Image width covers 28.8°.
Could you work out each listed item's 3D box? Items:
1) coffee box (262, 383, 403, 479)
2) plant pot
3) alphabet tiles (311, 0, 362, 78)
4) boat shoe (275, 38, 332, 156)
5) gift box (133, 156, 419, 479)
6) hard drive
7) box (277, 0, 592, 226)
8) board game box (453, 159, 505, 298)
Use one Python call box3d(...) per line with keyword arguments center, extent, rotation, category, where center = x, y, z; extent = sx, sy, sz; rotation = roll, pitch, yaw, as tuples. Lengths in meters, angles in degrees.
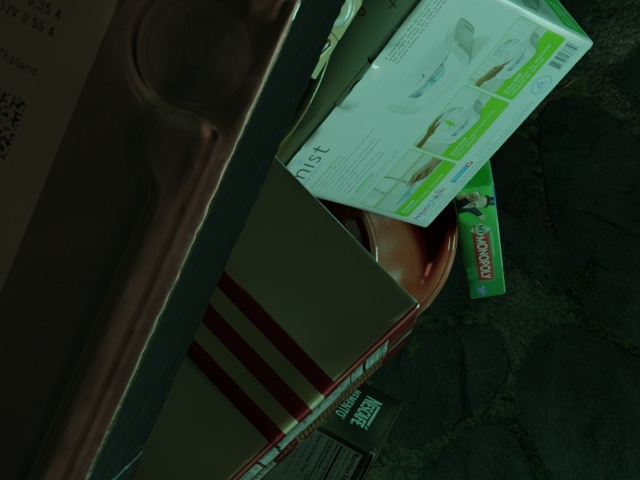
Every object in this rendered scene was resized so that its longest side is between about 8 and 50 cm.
box3d(center=(-0.077, 0.180, 1.363), extent=(0.119, 0.297, 0.168), rotation=(-64, 173, 16), category="coffee box")
box3d(center=(0.000, 0.000, 1.422), extent=(0.272, 0.272, 0.265), rotation=(-64, 168, 13), category="plant pot")
box3d(center=(-0.026, -0.227, 0.948), extent=(0.198, 0.009, 0.237), rotation=(-59, 146, -7), category="alphabet tiles")
box3d(center=(-0.094, -0.083, 1.104), extent=(0.307, 0.111, 0.104), rotation=(-53, 177, 6), category="boat shoe")
box3d(center=(-0.111, 0.053, 0.893), extent=(0.276, 0.258, 0.255), rotation=(-41, 170, -11), category="gift box")
box3d(center=(-0.126, -0.064, 0.382), extent=(0.339, 0.237, 0.064), rotation=(-64, 173, 16), category="hard drive")
box3d(center=(0.083, -0.157, 1.191), extent=(0.231, 0.126, 0.262), rotation=(13, 127, -42), category="box")
box3d(center=(0.168, -0.122, 1.451), extent=(0.213, 0.046, 0.317), rotation=(73, 11, -54), category="board game box")
